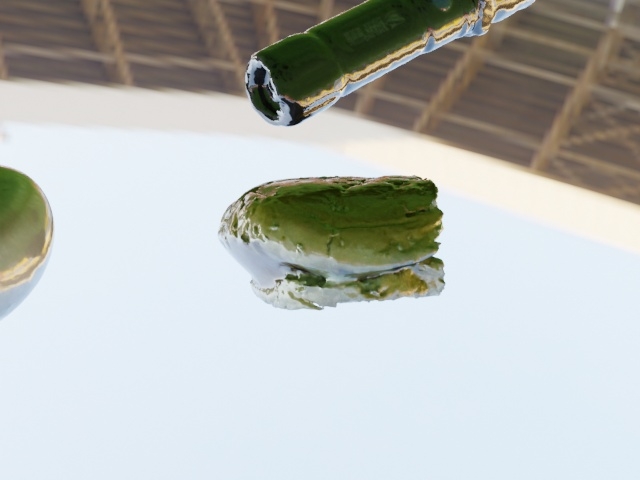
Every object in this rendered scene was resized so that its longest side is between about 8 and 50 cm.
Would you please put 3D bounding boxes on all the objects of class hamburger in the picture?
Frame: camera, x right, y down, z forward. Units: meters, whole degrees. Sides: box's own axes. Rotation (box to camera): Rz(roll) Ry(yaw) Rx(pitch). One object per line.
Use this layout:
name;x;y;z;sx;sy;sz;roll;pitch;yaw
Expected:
hamburger;0.000;0.000;1.850;0.211;0.133;0.309;-3;-175;-14

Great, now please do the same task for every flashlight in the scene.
flashlight;0.084;-0.239;1.940;0.103;0.103;0.424;30;-135;34

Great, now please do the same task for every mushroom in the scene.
mushroom;-0.392;-0.017;1.716;0.243;0.244;0.243;11;-156;-5
